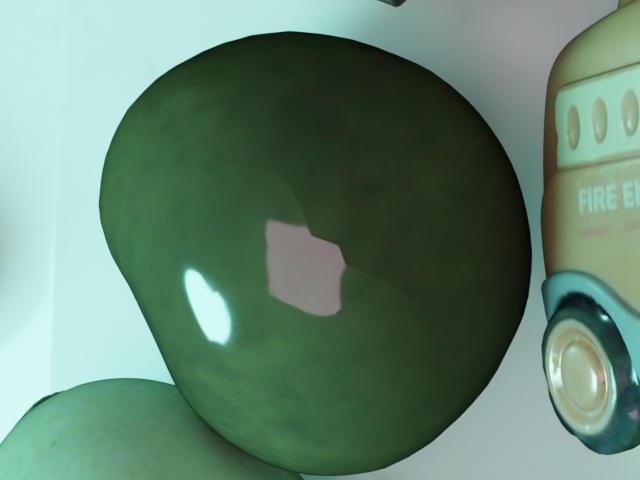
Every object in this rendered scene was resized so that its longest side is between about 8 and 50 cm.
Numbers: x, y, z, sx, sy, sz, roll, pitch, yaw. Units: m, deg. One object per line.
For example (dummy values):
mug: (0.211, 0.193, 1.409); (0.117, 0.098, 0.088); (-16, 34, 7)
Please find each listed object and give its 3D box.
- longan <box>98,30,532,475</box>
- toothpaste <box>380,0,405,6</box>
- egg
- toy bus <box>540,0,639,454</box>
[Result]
longan: (0.000, 0.000, 0.801); (0.196, 0.196, 0.220); (-34, 79, 18)
toothpaste: (-0.070, -0.189, 0.859); (0.266, 0.061, 0.096); (22, 104, 15)
egg: (-0.077, 0.188, 0.860); (0.186, 0.186, 0.253); (-31, 89, 18)
toy bus: (0.214, -0.035, 0.705); (0.194, 0.287, 0.232); (-7, 87, -25)
